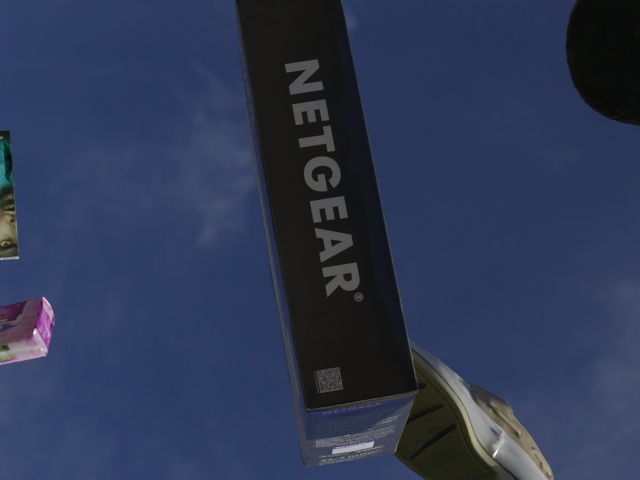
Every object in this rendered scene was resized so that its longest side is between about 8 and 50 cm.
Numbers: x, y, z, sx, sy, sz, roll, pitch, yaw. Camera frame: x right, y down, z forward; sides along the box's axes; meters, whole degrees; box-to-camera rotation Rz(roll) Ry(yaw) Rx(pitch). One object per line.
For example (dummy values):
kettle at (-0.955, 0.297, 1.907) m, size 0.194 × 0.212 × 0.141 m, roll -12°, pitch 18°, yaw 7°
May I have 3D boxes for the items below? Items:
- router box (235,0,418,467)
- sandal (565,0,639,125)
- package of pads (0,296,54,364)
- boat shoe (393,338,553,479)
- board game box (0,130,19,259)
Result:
router box at (0.000, 0.000, 1.100) m, size 0.243 × 0.081 × 0.309 m, roll 93°, pitch -12°, yaw -71°
sandal at (0.375, -0.127, 1.106) m, size 0.446 × 0.107 × 0.167 m, roll 6°, pitch -68°, yaw 41°
package of pads at (-0.263, 0.078, 1.191) m, size 0.083 × 0.050 × 0.032 m, roll -13°, pitch -53°, yaw 12°
boat shoe at (0.157, 0.217, 1.631) m, size 0.113 × 0.103 × 0.302 m, roll -29°, pitch -74°, yaw 34°
board game box at (-0.380, -0.036, 1.354) m, size 0.026 × 0.186 × 0.126 m, roll 4°, pitch -81°, yaw 62°
